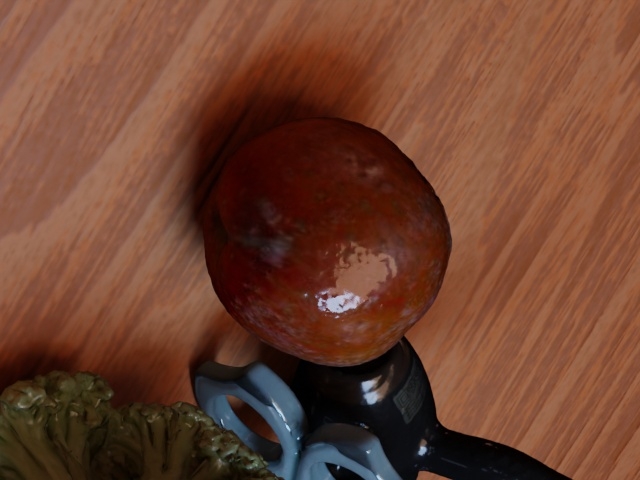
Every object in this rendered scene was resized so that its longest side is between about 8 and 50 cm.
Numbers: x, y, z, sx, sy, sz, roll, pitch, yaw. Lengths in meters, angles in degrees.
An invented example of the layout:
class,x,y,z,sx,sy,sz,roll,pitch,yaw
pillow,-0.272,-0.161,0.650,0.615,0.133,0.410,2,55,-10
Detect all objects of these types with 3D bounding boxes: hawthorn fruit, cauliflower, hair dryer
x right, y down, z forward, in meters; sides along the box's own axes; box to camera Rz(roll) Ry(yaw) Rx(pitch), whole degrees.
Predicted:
class,x,y,z,sx,sy,sz,roll,pitch,yaw
hawthorn fruit,0.000,0.000,1.339,0.173,0.173,0.173,-26,135,-29
cauliflower,-0.132,0.225,1.295,0.272,0.250,0.275,37,69,-31
hair dryer,0.139,0.202,1.499,0.120,0.359,0.303,-56,155,-32

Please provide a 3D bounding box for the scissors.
class,x,y,z,sx,sy,sz,roll,pitch,yaw
scissors,-0.025,0.219,1.521,0.029,0.191,0.360,-48,162,-34
